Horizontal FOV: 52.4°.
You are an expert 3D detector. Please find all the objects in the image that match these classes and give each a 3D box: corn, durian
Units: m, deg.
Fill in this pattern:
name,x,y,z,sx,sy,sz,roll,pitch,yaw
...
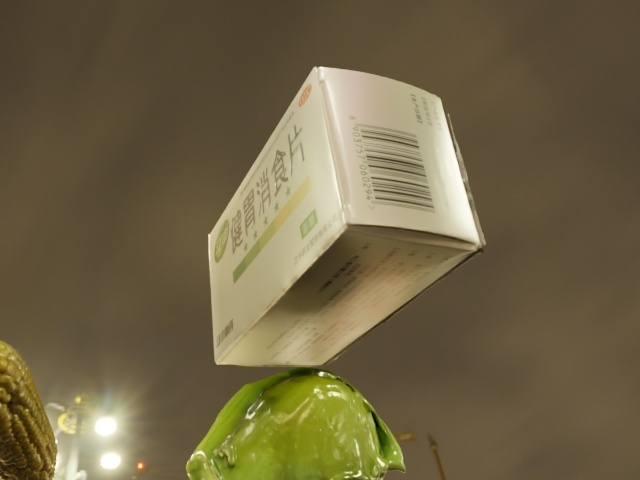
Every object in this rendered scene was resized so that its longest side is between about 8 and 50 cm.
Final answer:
name,x,y,z,sx,sy,sz,roll,pitch,yaw
corn,-0.484,0.274,0.995,0.119,0.119,0.322,-6,-56,-5
durian,-0.016,0.199,0.648,0.101,0.139,0.250,-28,-20,39

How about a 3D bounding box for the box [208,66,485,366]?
name,x,y,z,sx,sy,sz,roll,pitch,yaw
box,-0.001,0.002,0.679,0.145,0.173,0.333,8,-32,-26
